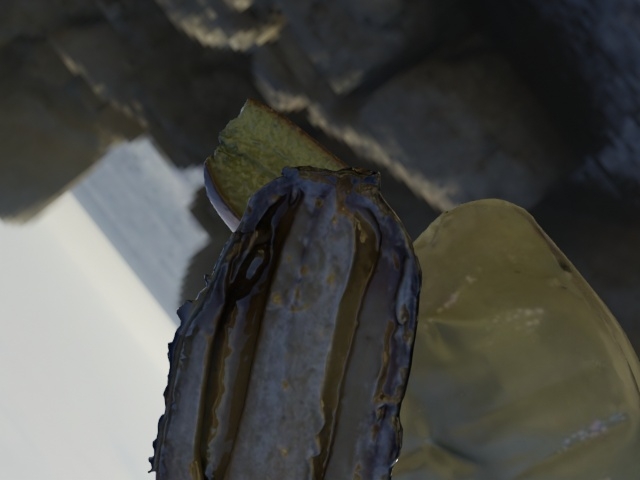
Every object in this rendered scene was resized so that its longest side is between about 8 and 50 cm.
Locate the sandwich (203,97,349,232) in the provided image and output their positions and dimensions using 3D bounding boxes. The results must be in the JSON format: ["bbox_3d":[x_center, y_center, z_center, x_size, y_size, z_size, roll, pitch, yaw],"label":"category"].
[{"bbox_3d":[0.000,0.000,1.453,0.096,0.094,0.258,24,160,46],"label":"sandwich"}]

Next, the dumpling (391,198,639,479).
[{"bbox_3d":[0.160,0.163,1.672,0.233,0.315,0.395,-5,97,59],"label":"dumpling"}]

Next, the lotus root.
[{"bbox_3d":[-0.019,0.109,1.151,0.167,0.329,0.078,16,-174,11],"label":"lotus root"}]
